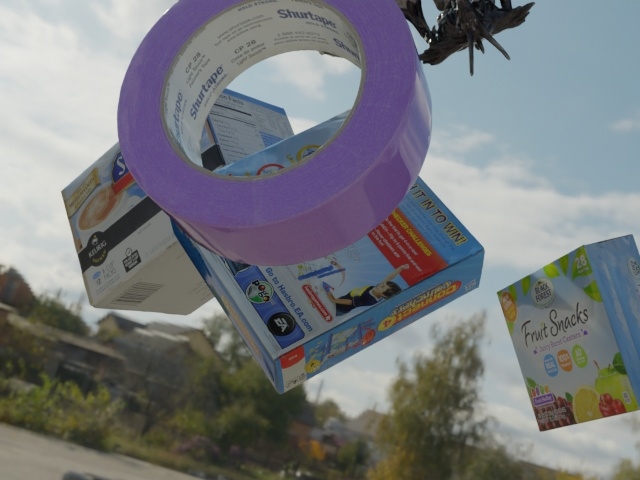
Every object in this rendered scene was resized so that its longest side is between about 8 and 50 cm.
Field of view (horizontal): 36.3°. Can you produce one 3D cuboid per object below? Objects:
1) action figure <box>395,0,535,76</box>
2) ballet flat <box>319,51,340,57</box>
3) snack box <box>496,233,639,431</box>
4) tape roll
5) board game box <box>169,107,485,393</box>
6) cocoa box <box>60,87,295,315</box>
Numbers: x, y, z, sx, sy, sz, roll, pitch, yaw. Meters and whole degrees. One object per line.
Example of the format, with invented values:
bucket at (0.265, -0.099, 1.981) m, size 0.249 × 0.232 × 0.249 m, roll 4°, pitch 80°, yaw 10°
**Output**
action figure at (0.161, -0.324, 1.234) m, size 0.164 × 0.275 × 0.141 m, roll -28°, pitch -51°, yaw 13°
ballet flat at (-0.049, -0.346, 1.449) m, size 0.241 × 0.077 × 0.091 m, roll 26°, pitch -54°, yaw -20°
snack box at (0.287, 0.107, 1.062) m, size 0.070 × 0.174 × 0.207 m, roll -11°, pitch -13°, yaw -20°
tape roll at (-0.041, -0.119, 0.881) m, size 0.275 × 0.274 × 0.090 m, roll 11°, pitch -19°, yaw 22°
board game box at (0.000, 0.000, 1.271) m, size 0.308 × 0.302 × 0.086 m, roll 53°, pitch -20°, yaw 34°
cocoa box at (-0.211, -0.060, 1.585) m, size 0.347 × 0.228 × 0.231 m, roll -34°, pitch -26°, yaw 29°
